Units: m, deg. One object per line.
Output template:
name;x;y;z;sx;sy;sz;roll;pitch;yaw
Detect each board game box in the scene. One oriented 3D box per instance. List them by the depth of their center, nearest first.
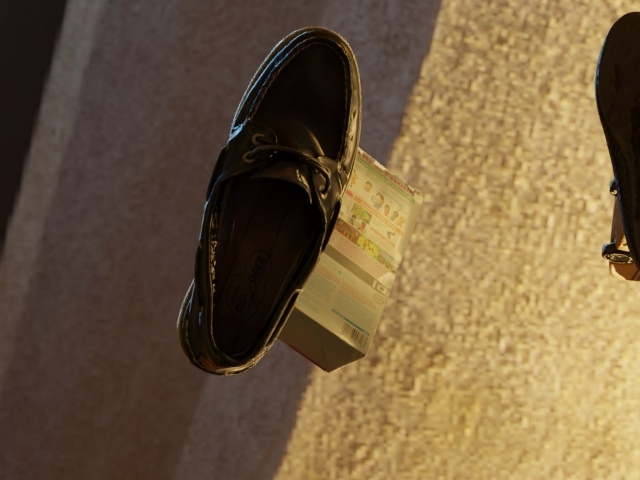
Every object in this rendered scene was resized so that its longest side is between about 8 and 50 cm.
board game box;0.000;0.000;1.979;0.097;0.224;0.303;-32;-153;50

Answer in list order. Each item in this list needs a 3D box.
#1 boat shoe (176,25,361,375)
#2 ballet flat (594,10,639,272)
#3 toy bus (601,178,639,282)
boat shoe;-0.041;-0.036;1.264;0.340;0.127;0.113;-65;-171;-2
ballet flat;0.287;-0.078;1.208;0.058;0.084;0.250;60;23;-73
toy bus;0.433;-0.039;1.746;0.333;0.130;0.108;84;16;-72
